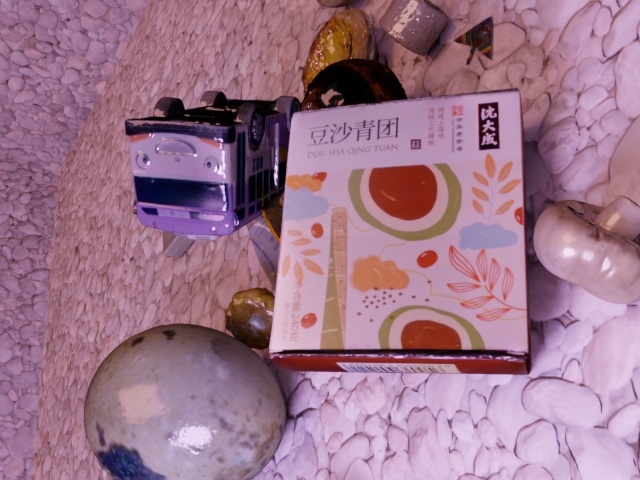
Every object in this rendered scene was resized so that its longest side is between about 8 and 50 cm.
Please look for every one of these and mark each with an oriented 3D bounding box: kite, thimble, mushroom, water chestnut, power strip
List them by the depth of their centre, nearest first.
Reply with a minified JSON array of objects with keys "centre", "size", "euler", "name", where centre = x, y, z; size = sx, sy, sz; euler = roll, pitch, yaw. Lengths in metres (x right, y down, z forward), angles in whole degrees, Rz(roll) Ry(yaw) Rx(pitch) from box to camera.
[{"centre":[0.329,0.003,0.821],"size":[0.122,0.154,0.154],"euler":[-62,33,26],"name":"mushroom"},{"centre":[0.271,-0.346,1.216],"size":[0.090,0.004,0.122],"euler":[-64,33,13],"name":"kite"},{"centre":[0.071,-0.215,1.284],"size":[0.223,0.238,0.224],"euler":[11,111,28],"name":"water chestnut"},{"centre":[0.174,-0.408,1.302],"size":[0.115,0.102,0.090],"euler":[48,118,26],"name":"thimble"},{"centre":[-0.370,-0.060,2.009],"size":[0.338,0.058,0.098],"euler":[-46,41,36],"name":"power strip"}]

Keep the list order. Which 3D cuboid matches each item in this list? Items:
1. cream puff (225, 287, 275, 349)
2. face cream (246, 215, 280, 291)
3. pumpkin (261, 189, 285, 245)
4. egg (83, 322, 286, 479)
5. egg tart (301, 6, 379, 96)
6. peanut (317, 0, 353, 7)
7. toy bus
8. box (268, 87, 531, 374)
[{"centre":[-0.125,0.157,1.479],"size":[0.146,0.146,0.116],"euler":[-56,-4,24],"name":"cream puff"},{"centre":[-0.104,0.015,1.572],"size":[0.114,0.070,0.224],"euler":[-53,46,28],"name":"face cream"},{"centre":[0.000,0.000,1.240],"size":[0.139,0.222,0.317],"euler":[-27,35,-4],"name":"pumpkin"},{"centre":[-0.261,0.338,1.384],"size":[0.428,0.345,0.345],"euler":[1,74,29],"name":"egg"},{"centre":[0.048,-0.373,1.489],"size":[0.234,0.094,0.234],"euler":[-27,56,49],"name":"egg tart"},{"centre":[0.023,-0.607,1.595],"size":[0.159,0.143,0.291],"euler":[-62,30,-3],"name":"peanut"},{"centre":[-0.188,-0.158,1.394],"size":[0.440,0.209,0.249],"euler":[-43,-42,-68],"name":"toy bus"},{"centre":[0.119,-0.007,1.015],"size":[0.344,0.122,0.385],"euler":[-3,68,18],"name":"box"}]
